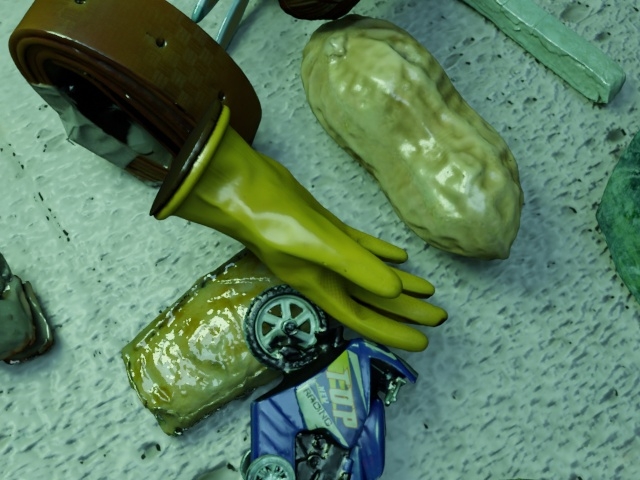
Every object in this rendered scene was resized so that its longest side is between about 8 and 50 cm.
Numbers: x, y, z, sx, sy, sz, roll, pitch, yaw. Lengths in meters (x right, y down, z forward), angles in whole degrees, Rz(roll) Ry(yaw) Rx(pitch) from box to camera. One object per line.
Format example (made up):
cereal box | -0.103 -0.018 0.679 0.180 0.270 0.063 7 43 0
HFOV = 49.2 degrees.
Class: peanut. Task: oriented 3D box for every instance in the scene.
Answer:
peanut | 0.097 -0.111 0.729 0.140 0.153 0.325 -34 65 -4

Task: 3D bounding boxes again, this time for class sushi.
sushi | -0.437 0.040 0.710 0.332 0.130 0.124 12 71 6

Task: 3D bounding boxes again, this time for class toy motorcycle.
toy motorcycle | 0.012 0.196 0.645 0.169 0.113 0.315 0 79 -10

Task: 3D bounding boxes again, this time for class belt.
belt | -0.181 -0.150 0.711 0.184 0.261 0.105 0 61 37

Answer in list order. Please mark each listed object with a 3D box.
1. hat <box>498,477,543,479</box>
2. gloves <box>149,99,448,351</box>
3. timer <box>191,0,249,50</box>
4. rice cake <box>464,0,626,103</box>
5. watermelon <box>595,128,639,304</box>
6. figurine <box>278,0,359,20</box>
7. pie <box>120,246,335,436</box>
hat | 0.176 0.279 0.583 0.257 0.257 0.130 10 37 6
gloves | 0.000 -0.001 0.648 0.294 0.116 0.133 31 44 -18
timer | -0.056 -0.338 0.817 0.175 0.175 0.255 2 76 3
rice cake | 0.254 -0.248 0.827 0.045 0.042 0.245 -38 72 -23
watermelon | 0.448 -0.057 0.670 0.258 0.387 0.228 -3 35 -40
figurine | 0.055 -0.342 0.755 0.168 0.187 0.315 28 56 28
pie | -0.067 0.075 0.715 0.282 0.068 0.128 -36 74 -14
